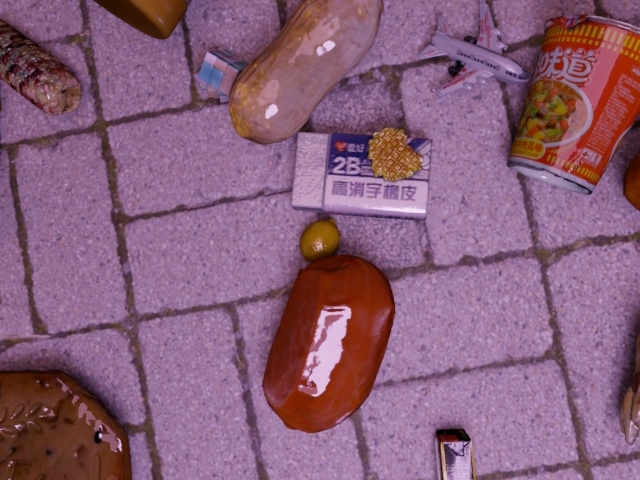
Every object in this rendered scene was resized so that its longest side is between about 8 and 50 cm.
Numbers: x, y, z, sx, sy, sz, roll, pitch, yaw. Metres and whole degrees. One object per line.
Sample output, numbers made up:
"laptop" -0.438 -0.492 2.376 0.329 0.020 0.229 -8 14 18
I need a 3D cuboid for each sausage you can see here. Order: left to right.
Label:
"sausage" 0.012 0.150 0.878 0.141 0.153 0.268 20 88 -32

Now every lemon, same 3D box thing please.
"lemon" 0.000 0.000 0.935 0.062 0.062 0.083 33 71 6

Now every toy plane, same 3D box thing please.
"toy plane" 0.244 -0.284 0.930 0.171 0.065 0.162 29 89 4

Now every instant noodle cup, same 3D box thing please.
"instant noodle cup" 0.372 -0.187 0.866 0.193 0.193 0.212 23 97 5

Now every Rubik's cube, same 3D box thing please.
"Rubik's cube" -0.153 -0.259 0.958 0.075 0.084 0.073 39 118 21

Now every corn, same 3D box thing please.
"corn" -0.502 -0.299 0.981 0.253 0.086 0.086 37 90 8

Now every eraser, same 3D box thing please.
"eraser" 0.065 -0.100 0.933 0.210 0.068 0.124 5 87 6

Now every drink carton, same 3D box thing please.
"drink carton" 0.204 0.374 0.893 0.056 0.071 0.166 -5 85 1

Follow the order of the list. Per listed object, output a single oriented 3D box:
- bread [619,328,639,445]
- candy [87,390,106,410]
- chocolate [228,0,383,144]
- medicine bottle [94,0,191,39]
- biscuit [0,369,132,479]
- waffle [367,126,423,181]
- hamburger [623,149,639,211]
"bread" 0.611 0.265 0.813 0.370 0.191 0.314 8 93 17
"candy" -0.396 0.291 0.959 0.103 0.043 0.103 0 89 6
"chocolate" -0.022 -0.277 0.919 0.134 0.134 0.309 41 92 6
"medicine bottle" -0.272 -0.467 0.896 0.238 0.238 0.232 33 88 6
"biscuit" -0.449 0.366 0.928 0.359 0.046 0.359 1 94 12
"waffle" 0.109 -0.129 0.890 0.078 0.016 0.085 -20 80 2
"hamburger" 0.572 -0.118 0.787 0.291 0.291 0.225 25 84 5
